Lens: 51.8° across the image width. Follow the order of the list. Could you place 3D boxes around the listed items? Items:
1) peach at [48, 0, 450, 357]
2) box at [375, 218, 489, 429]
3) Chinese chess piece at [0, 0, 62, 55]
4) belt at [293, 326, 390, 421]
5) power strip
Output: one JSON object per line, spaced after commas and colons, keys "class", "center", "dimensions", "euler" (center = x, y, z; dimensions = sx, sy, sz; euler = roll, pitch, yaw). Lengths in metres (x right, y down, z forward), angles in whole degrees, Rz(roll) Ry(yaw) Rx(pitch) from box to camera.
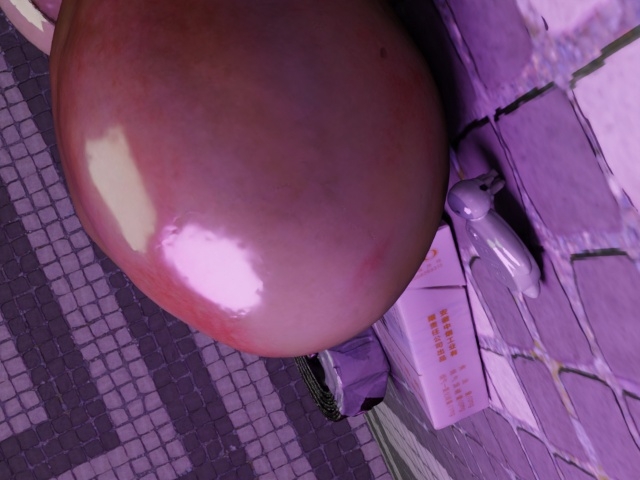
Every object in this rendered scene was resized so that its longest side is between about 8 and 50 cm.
{"class": "peach", "center": [-0.053, -0.071, 0.438], "dimensions": [0.292, 0.247, 0.292], "euler": [59, -177, -4]}
{"class": "box", "center": [0.084, 0.050, 0.630], "dimensions": [0.149, 0.067, 0.233], "euler": [55, 169, 53]}
{"class": "Chinese chess piece", "center": [-0.308, -0.413, 0.957], "dimensions": [0.140, 0.338, 0.338], "euler": [10, 127, 57]}
{"class": "belt", "center": [0.037, 0.213, 1.348], "dimensions": [0.289, 0.164, 0.184], "euler": [65, 149, 18]}
{"class": "power strip", "center": [0.108, -0.005, 0.392], "dimensions": [0.083, 0.035, 0.055], "euler": [53, 178, -17]}
